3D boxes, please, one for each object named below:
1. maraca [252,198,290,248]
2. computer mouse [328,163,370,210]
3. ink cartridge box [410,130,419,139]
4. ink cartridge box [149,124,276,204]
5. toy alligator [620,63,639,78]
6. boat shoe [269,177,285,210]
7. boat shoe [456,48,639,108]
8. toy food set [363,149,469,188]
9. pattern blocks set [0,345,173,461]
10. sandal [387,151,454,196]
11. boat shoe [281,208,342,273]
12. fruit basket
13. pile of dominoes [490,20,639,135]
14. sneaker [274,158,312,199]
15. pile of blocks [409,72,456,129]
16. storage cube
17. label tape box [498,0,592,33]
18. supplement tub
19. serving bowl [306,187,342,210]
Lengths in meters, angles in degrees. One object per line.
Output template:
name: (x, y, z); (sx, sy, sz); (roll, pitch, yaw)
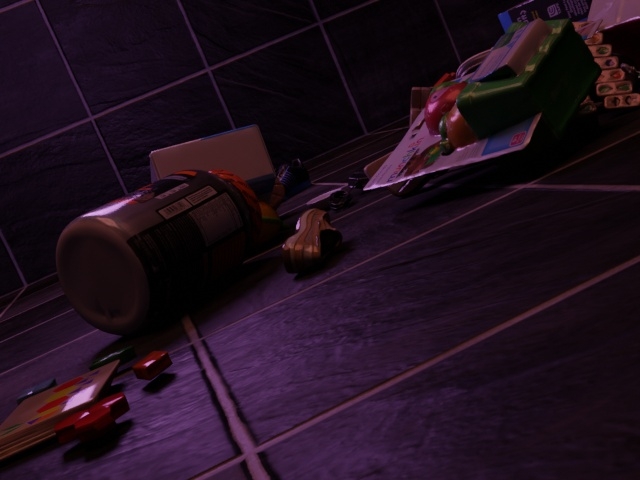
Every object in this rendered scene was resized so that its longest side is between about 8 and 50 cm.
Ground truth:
maraca: (-0.133, -0.031, 1.796); (0.127, 0.099, 0.186); (-1, -5, 18)
computer mouse: (0.079, -0.107, 1.916); (0.071, 0.041, 0.242); (0, 24, 28)
ink cartridge box: (0.277, -0.254, 2.177); (0.104, 0.061, 0.181); (-20, 8, 19)
ink cartridge box: (-0.228, -0.093, 1.885); (0.223, 0.129, 0.307); (-18, -17, -15)
toy alligator: (0.546, -0.254, 1.452); (0.190, 0.056, 0.051); (24, 90, 61)
boat shoe: (-0.237, -0.033, 2.094); (0.342, 0.123, 0.123); (-32, -15, -19)
boat shoe: (0.413, -0.295, 1.659); (0.335, 0.112, 0.095); (2, 30, 14)
toy food set: (0.259, -0.203, 1.812); (0.220, 0.092, 0.306); (-31, 12, -39)
pattern blocks set: (-0.308, 0.199, 1.054); (0.286, 0.026, 0.325); (-22, 9, 9)
sandal: (0.213, -0.158, 1.645); (0.219, 0.060, 0.090); (-50, 40, -3)
boat shoe: (0.000, 0.000, 1.384); (0.072, 0.068, 0.190); (-8, 22, 16)
fruit basket: (0.254, -0.224, 1.474); (0.353, 0.165, 0.327); (-6, 38, 49)
pile of dominoes: (0.419, -0.294, 1.569); (0.196, 0.040, 0.251); (-20, 53, 9)
sneaker: (-0.114, -0.160, 2.553); (0.081, 0.090, 0.232); (-17, 10, 37)
pile of blocks: (0.334, -0.323, 2.046); (0.149, 0.112, 0.362); (15, 22, 40)
storage cube: (0.622, -0.425, 1.629); (0.193, 0.214, 0.184); (21, -9, -21)
label tape box: (0.522, -0.423, 1.975); (0.106, 0.240, 0.334); (-31, 11, -33)
supplement tub: (-0.256, 0.004, 1.518); (0.207, 0.207, 0.338); (-17, 10, 35)
serving bowl: (0.013, -0.084, 1.949); (0.083, 0.027, 0.083); (-23, 8, 3)
